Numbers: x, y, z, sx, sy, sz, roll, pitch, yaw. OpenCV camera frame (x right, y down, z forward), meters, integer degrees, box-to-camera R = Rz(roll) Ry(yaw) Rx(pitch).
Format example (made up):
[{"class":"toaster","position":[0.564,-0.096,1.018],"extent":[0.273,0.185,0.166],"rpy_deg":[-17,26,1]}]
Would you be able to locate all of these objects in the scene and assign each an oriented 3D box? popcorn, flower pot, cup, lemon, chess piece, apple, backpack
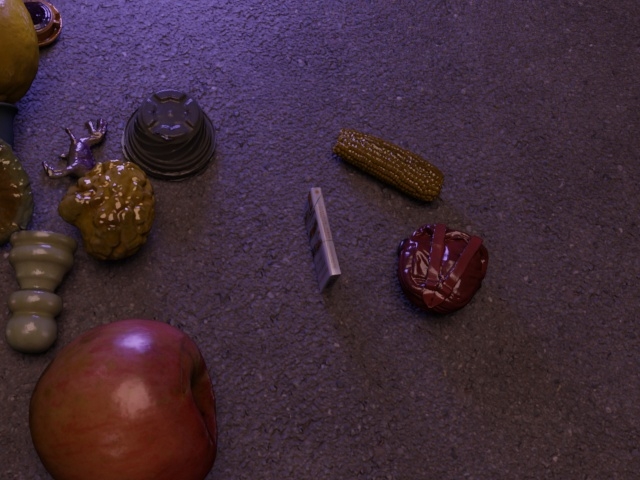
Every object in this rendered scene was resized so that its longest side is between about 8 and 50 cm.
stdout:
[{"class":"popcorn","position":[-0.473,-0.068,1.779],"extent":[0.203,0.200,0.226],"rpy_deg":[16,101,-25]},{"class":"flower pot","position":[-0.361,-0.271,1.929],"extent":[0.235,0.140,0.236],"rpy_deg":[3,68,-8]},{"class":"cup","position":[-0.774,-0.215,1.821],"extent":[0.199,0.199,0.150],"rpy_deg":[-12,90,-15]},{"class":"lemon","position":[-0.808,-0.452,1.825],"extent":[0.347,0.348,0.348],"rpy_deg":[4,66,-9]},{"class":"chess piece","position":[-0.608,0.118,1.720],"extent":[0.144,0.144,0.251],"rpy_deg":[5,72,-9]},{"class":"apple","position":[-0.375,0.333,1.545],"extent":[0.363,0.364,0.364],"rpy_deg":[4,66,-9]},{"class":"backpack","position":[0.283,0.072,1.894],"extent":[0.229,0.139,0.229],"rpy_deg":[6,61,-11]}]

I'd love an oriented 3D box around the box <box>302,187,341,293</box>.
[{"class":"box","position":[0.001,0.000,1.884],"extent":[0.032,0.122,0.221],"rpy_deg":[-6,68,-14]}]

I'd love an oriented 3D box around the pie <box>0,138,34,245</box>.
[{"class":"pie","position":[-0.776,-0.116,1.745],"extent":[0.306,0.071,0.306],"rpy_deg":[-4,112,-9]}]

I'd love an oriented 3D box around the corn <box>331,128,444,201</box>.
[{"class":"corn","position":[0.179,-0.191,2.019],"extent":[0.310,0.101,0.101],"rpy_deg":[28,64,6]}]

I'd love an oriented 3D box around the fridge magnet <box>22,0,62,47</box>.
[{"class":"fridge magnet","position":[-0.724,-0.551,2.026],"extent":[0.143,0.063,0.143],"rpy_deg":[5,68,-12]}]

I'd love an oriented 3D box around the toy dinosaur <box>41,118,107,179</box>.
[{"class":"toy dinosaur","position":[-0.542,-0.171,1.891],"extent":[0.199,0.072,0.251],"rpy_deg":[-18,62,-26]}]
